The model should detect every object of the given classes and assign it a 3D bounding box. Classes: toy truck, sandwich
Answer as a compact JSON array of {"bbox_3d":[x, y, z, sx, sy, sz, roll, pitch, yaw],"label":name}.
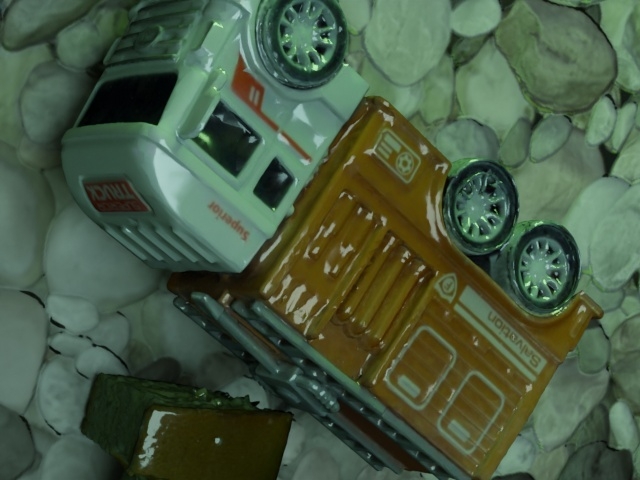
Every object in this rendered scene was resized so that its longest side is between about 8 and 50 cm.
[{"bbox_3d":[0.000,0.000,1.199,0.387,0.173,0.207,42,68,-27],"label":"toy truck"},{"bbox_3d":[-0.116,0.215,1.235,0.128,0.122,0.236,10,97,-32],"label":"sandwich"}]
